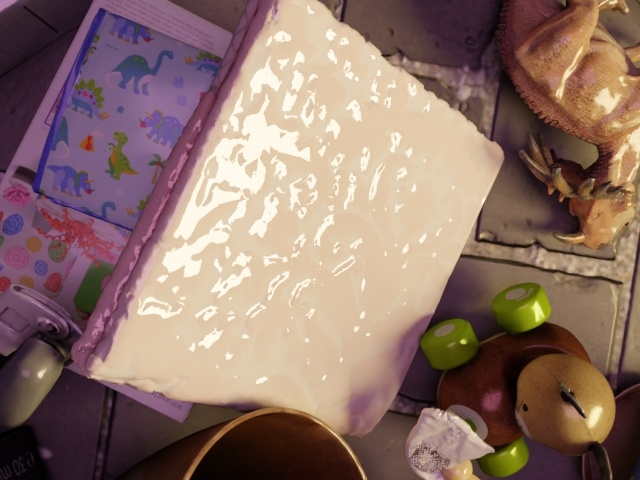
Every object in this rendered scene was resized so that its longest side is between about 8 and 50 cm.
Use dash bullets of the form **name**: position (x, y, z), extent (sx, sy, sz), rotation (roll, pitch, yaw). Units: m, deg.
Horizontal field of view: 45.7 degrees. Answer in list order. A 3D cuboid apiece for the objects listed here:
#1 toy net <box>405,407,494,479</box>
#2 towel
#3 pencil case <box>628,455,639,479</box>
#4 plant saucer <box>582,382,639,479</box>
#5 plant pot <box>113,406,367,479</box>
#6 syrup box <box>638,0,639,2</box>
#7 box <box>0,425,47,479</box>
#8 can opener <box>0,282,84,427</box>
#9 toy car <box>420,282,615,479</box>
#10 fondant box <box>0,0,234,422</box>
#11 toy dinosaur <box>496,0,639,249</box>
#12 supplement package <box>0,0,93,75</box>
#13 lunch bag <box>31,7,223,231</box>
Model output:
- **toy net**: position (0.119, 0.230, 0.709), extent (0.122, 0.045, 0.232), rotation (-6, 121, 24)
- **towel**: position (0.000, 0.000, 0.638), extent (0.332, 0.053, 0.316), rotation (26, 88, -44)
- **pencil case**: position (0.317, 0.279, 0.691), extent (0.133, 0.119, 0.306), rotation (26, 91, 38)
- **plant saucer**: position (0.341, 0.219, 0.764), extent (0.169, 0.029, 0.168), rotation (0, 93, -3)
- **plant pot**: position (-0.106, 0.260, 0.641), extent (0.230, 0.215, 0.215), rotation (-19, 93, 42)
- **syrup box**: position (0.401, -0.228, 0.723), extent (0.237, 0.096, 0.093), rotation (43, 90, -4)
- **box**: position (-0.337, 0.431, 0.500), extent (0.298, 0.480, 0.471), rotation (-18, 88, -1)
- **can opener**: position (-0.276, 0.116, 0.619), extent (0.076, 0.283, 0.095), rotation (42, 45, -17)
- **toy car**: position (0.192, 0.147, 0.664), extent (0.149, 0.188, 0.155), rotation (-27, 104, -2)
- **fondant box**: position (-0.152, -0.037, 0.704), extent (0.238, 0.096, 0.330), rotation (27, 89, -3)
- **toy dinosaur**: position (0.234, -0.143, 0.709), extent (0.200, 0.127, 0.295), rotation (-41, 87, 6)
- **supplement package**: position (-0.271, -0.256, 0.670), extent (0.244, 0.139, 0.133), rotation (-33, 94, -2)
- **lunch bag**: position (-0.140, -0.083, 0.608), extent (0.129, 0.096, 0.151), rotation (21, 81, -3)
